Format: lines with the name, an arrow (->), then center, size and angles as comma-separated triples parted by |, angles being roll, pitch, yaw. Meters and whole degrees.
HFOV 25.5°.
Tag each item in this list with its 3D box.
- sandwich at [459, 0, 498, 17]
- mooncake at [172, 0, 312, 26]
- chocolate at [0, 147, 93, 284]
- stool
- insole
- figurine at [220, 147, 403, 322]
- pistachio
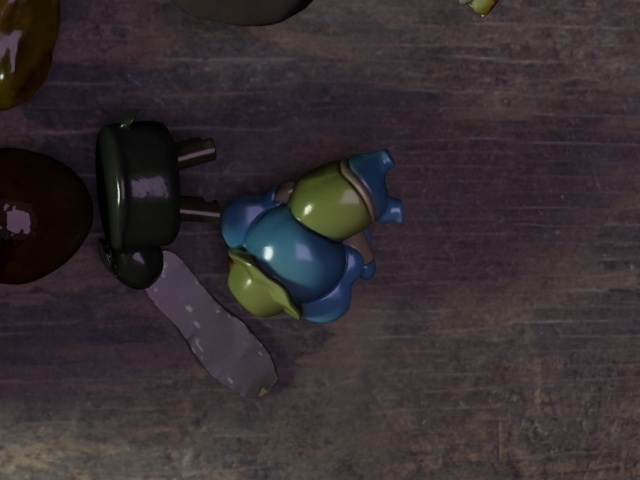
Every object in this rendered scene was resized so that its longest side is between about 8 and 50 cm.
sandwich -> 0.161, -0.459, 1.714 | 0.325, 0.131, 0.262 | 28, 127, -20
mooncake -> -0.088, -0.373, 1.686 | 0.245, 0.133, 0.245 | 6, 112, 14
chocolate -> -0.360, -0.033, 1.714 | 0.176, 0.177, 0.177 | -3, 102, -14
stool -> -0.207, -0.055, 1.754 | 0.139, 0.153, 0.228 | -5, 142, -17
insole -> -0.148, 0.113, 1.861 | 0.081, 0.011, 0.248 | -41, 107, -6
figurine -> -0.001, 0.000, 1.802 | 0.262, 0.154, 0.180 | -28, 132, 6
pistachio -> -0.372, -0.251, 1.690 | 0.110, 0.100, 0.189 | 14, 107, 6
